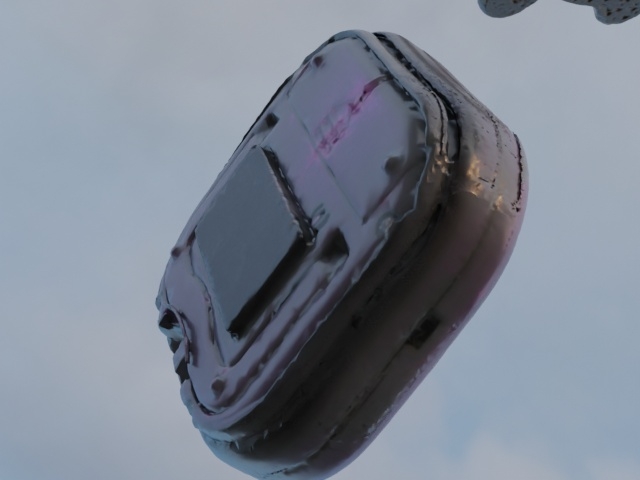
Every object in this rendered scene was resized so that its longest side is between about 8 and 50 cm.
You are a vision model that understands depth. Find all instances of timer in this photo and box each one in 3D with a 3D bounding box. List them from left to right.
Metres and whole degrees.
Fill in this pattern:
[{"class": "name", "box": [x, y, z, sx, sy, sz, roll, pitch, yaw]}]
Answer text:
[{"class": "timer", "box": [0.000, 0.000, 0.619, 0.069, 0.208, 0.191, 31, -77, -27]}]

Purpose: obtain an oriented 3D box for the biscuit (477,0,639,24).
[{"class": "biscuit", "box": [0.151, -0.188, 0.838, 0.138, 0.205, 0.031, -50, -129, 48]}]
